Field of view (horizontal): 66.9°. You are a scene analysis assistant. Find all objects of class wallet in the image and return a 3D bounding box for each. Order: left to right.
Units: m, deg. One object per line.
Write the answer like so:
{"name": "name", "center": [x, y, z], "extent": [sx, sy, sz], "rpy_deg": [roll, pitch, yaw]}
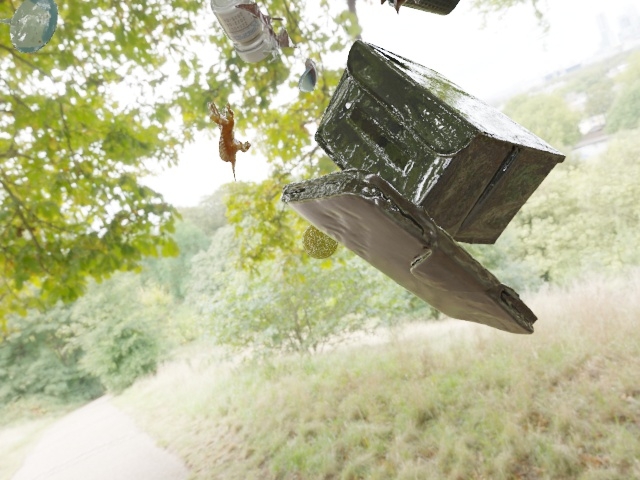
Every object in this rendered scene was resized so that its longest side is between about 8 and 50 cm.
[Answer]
{"name": "wallet", "center": [0.106, 0.023, 0.555], "extent": [0.165, 0.309, 0.042], "rpy_deg": [7, 65, 60]}

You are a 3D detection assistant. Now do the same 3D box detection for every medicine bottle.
{"name": "medicine bottle", "center": [-0.191, -0.537, 1.198], "extent": [0.105, 0.105, 0.168], "rpy_deg": [-22, -29, 9]}

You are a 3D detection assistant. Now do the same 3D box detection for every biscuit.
{"name": "biscuit", "center": [0.000, 0.000, 1.086], "extent": [0.084, 0.084, 0.023], "rpy_deg": [-26, -2, -17]}

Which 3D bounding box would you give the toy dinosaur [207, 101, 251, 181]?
{"name": "toy dinosaur", "center": [-0.211, -0.223, 1.130], "extent": [0.057, 0.212, 0.142], "rpy_deg": [-1, 23, 11]}

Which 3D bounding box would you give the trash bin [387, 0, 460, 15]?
{"name": "trash bin", "center": [0.279, -0.662, 1.238], "extent": [0.161, 0.175, 0.175], "rpy_deg": [12, -3, -19]}

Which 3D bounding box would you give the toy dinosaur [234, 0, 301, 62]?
{"name": "toy dinosaur", "center": [-0.099, -0.412, 0.963], "extent": [0.032, 0.108, 0.220], "rpy_deg": [-17, -11, 26]}

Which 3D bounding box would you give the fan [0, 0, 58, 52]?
{"name": "fan", "center": [-0.549, -0.400, 0.888], "extent": [0.175, 0.113, 0.005], "rpy_deg": [13, -3, 19]}

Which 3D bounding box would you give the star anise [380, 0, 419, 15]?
{"name": "star anise", "center": [0.163, -0.469, 0.866], "extent": [0.141, 0.042, 0.141], "rpy_deg": [-23, 52, 32]}

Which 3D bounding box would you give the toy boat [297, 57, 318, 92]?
{"name": "toy boat", "center": [-0.044, -0.452, 1.383], "extent": [0.034, 0.096, 0.122], "rpy_deg": [8, 49, 23]}

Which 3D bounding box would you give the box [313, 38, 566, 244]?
{"name": "box", "center": [0.194, -0.173, 0.879], "extent": [0.251, 0.345, 0.204], "rpy_deg": [3, -53, -36]}
